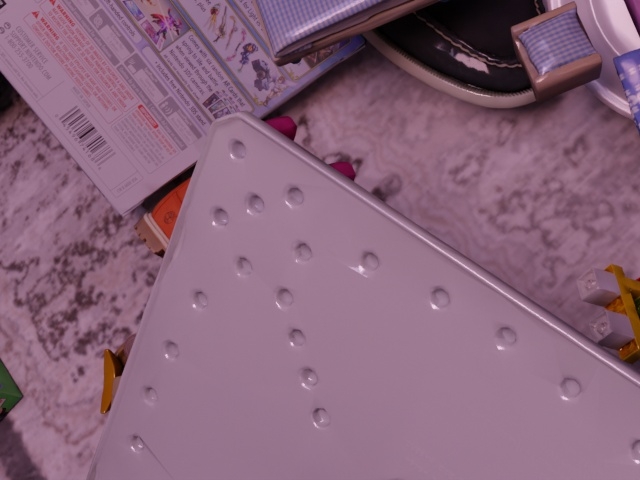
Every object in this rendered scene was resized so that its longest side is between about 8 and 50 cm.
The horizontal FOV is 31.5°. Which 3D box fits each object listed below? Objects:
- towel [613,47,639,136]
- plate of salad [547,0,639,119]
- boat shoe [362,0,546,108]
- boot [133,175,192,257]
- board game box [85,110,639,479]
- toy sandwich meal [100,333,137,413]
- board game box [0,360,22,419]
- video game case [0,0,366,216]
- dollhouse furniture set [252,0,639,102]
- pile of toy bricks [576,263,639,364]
[{"bbox_3d":[0.333,-0.001,0.644,0.243,0.040,0.336,-22,77,19],"label":"towel"},{"bbox_3d":[0.248,-0.169,0.735,0.200,0.048,0.200,2,95,21],"label":"plate of salad"},{"bbox_3d":[0.063,-0.244,0.818,0.127,0.113,0.340,-18,60,-16],"label":"boat shoe"},{"bbox_3d":[-0.072,0.007,0.871,0.084,0.059,0.158,-46,60,3],"label":"boot"},{"bbox_3d":[0.040,0.182,0.642,0.390,0.050,0.390,35,121,21],"label":"board game box"},{"bbox_3d":[-0.143,0.112,0.891,0.085,0.029,0.086,-8,72,25],"label":"toy sandwich meal"},{"bbox_3d":[-0.422,0.098,1.029,0.213,0.046,0.317,-45,61,8],"label":"board game box"},{"bbox_3d":[-0.139,-0.193,0.869,0.244,0.061,0.269,-33,106,16],"label":"video game case"},{"bbox_3d":[0.048,-0.211,0.647,0.303,0.198,0.286,-20,72,8],"label":"dollhouse furniture set"},{"bbox_3d":[0.195,0.131,0.678,0.118,0.105,0.212,-47,38,41],"label":"pile of toy bricks"}]
